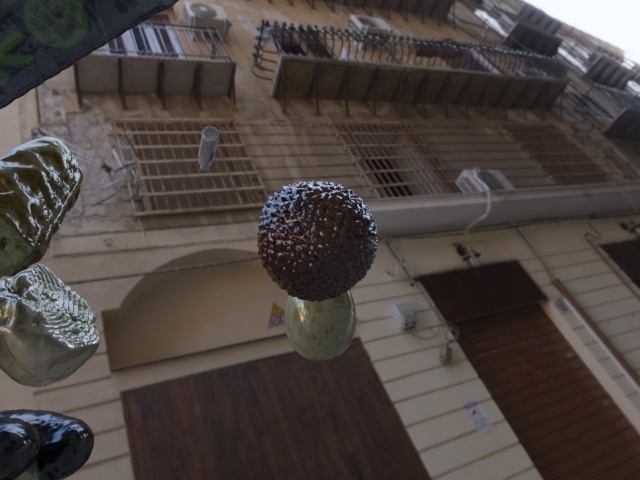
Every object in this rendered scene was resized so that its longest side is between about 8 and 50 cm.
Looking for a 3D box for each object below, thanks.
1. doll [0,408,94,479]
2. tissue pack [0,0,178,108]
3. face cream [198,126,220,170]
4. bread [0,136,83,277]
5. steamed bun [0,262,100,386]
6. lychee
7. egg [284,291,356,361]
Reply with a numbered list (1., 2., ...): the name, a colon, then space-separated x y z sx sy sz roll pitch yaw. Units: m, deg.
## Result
1. doll: -0.286 0.198 0.371 0.135 0.143 0.234 18 -18 3
2. tissue pack: -0.385 -0.330 0.541 0.394 0.124 0.288 -33 -46 0
3. face cream: -0.227 -0.180 0.963 0.034 0.034 0.130 -10 -16 -23
4. bread: -0.473 -0.067 0.770 0.130 0.267 0.152 18 -57 -18
5. steamed bun: -0.680 0.215 1.135 0.206 0.320 0.275 -47 -64 3
6. lychee: 0.000 0.002 0.722 0.194 0.194 0.194 -18 -35 -13
7. egg: 0.000 0.191 1.261 0.189 0.253 0.188 1 -3 0
